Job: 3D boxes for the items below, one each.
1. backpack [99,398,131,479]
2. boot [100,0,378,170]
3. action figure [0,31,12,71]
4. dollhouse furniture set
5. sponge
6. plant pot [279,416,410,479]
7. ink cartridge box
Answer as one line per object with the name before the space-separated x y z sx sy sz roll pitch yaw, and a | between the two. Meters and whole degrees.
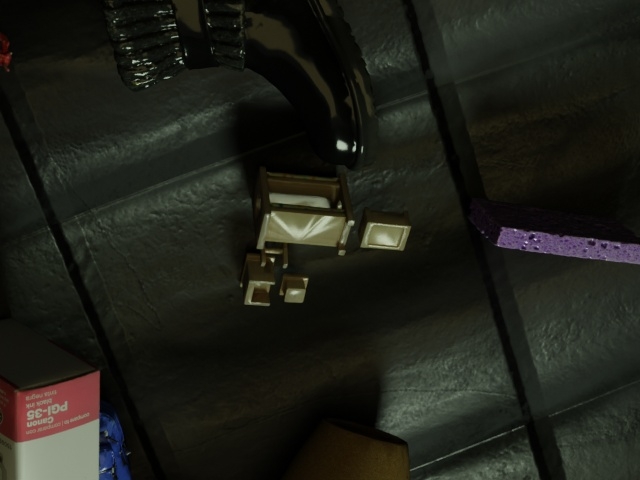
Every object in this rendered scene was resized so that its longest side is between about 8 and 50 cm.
backpack | -0.291 0.266 1.593 0.098 0.101 0.120 -12 106 -14
boot | -0.100 -0.208 1.452 0.260 0.131 0.348 -23 100 -10
action figure | -0.409 -0.145 1.419 0.091 0.139 0.280 10 103 -15
dollhouse furniture set | 0.000 0.000 1.584 0.182 0.101 0.161 5 131 -13
sponge | 0.305 -0.011 1.606 0.210 0.117 0.031 8 107 -14
plant pot | 0.023 0.369 1.639 0.237 0.237 0.254 16 88 -16
ink cartridge box | -0.366 0.262 1.506 0.117 0.207 0.283 -13 114 -43
